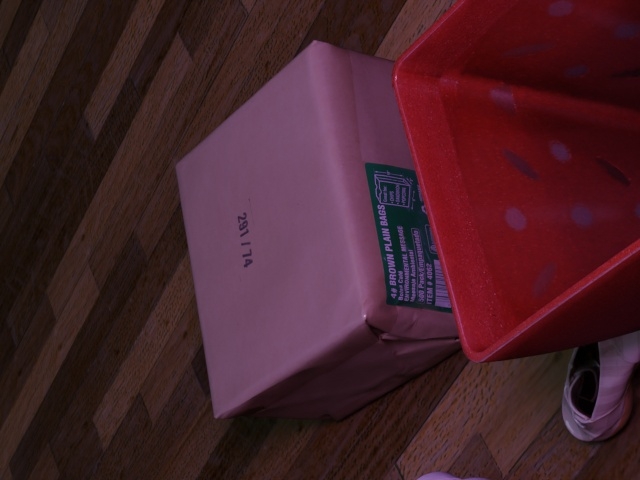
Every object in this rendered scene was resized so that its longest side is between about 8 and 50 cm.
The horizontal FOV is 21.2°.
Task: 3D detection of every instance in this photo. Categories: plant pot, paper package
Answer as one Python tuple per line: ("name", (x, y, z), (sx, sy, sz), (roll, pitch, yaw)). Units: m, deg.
("plant pot", (0.246, -0.076, 1.281), (0.267, 0.236, 0.267), (-42, 52, 46))
("paper package", (0.000, 0.000, 1.834), (0.309, 0.168, 0.324), (-38, 55, 47))

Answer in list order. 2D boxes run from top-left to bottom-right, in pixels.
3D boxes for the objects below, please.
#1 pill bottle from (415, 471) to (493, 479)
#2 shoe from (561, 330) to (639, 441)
("pill bottle", (0.164, 0.294, 1.593), (0.216, 0.121, 0.121), (23, 104, 55))
("shoe", (0.241, 0.115, 1.500), (0.219, 0.058, 0.076), (100, 147, -55))
